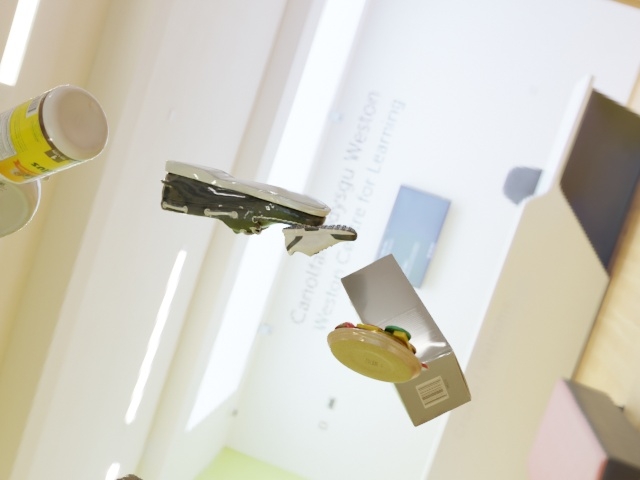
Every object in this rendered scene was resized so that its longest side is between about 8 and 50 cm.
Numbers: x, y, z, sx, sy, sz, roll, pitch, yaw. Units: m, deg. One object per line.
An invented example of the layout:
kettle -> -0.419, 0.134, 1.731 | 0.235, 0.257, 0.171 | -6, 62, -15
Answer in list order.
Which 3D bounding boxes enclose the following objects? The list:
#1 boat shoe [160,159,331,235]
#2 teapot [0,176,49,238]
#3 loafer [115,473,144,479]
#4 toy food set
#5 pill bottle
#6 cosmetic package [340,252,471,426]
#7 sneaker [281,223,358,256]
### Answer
boat shoe -> -0.125, -0.055, 1.353 | 0.114, 0.302, 0.091 | -4, -71, -61
teapot -> -0.638, -0.131, 1.516 | 0.256, 0.252, 0.187 | 99, 159, -55
loafer -> -0.184, 0.326, 1.007 | 0.056, 0.148, 0.050 | -49, 6, 35
toy food set -> 0.045, 0.090, 0.673 | 0.083, 0.082, 0.020 | 66, -140, -51
pill bottle -> -0.440, -0.157, 1.298 | 0.117, 0.215, 0.117 | 25, -121, -50
cosmetic package -> 0.124, 0.144, 1.255 | 0.238, 0.107, 0.127 | -113, -3, -50
sneaker -> 0.000, 0.000, 1.182 | 0.040, 0.109, 0.044 | -31, -61, -74
